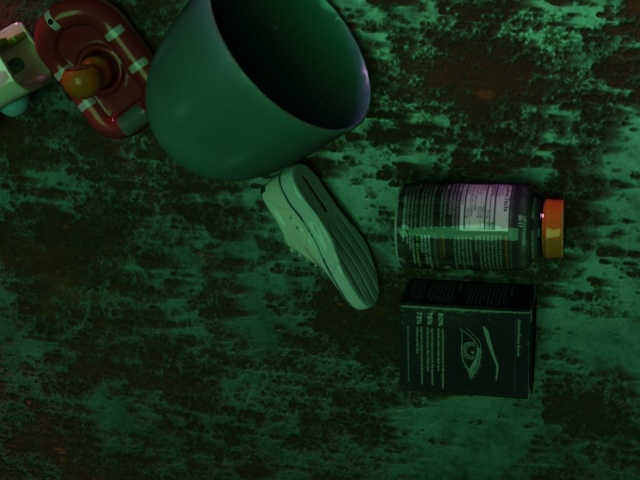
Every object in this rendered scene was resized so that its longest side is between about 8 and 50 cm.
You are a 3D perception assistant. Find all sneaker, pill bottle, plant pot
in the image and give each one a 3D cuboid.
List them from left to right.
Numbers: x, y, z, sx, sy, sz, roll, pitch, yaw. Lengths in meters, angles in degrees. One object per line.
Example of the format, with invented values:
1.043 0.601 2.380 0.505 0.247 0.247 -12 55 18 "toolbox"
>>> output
-0.111 -0.220 1.615 0.235 0.293 0.293 -36 98 37 "plant pot"
0.000 0.000 1.776 0.091 0.094 0.258 -25 98 40 "sneaker"
0.240 -0.019 1.673 0.246 0.130 0.130 2 110 14 "pill bottle"

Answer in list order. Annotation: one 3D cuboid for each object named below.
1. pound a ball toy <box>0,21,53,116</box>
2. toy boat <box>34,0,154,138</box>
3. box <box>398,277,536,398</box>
-0.602 -0.203 1.779 0.319 0.208 0.135 -26 102 21 "pound a ball toy"
-0.347 -0.259 1.723 0.151 0.151 0.231 -33 99 22 "toy boat"
0.230 0.152 1.752 0.207 0.108 0.153 3 110 13 "box"
